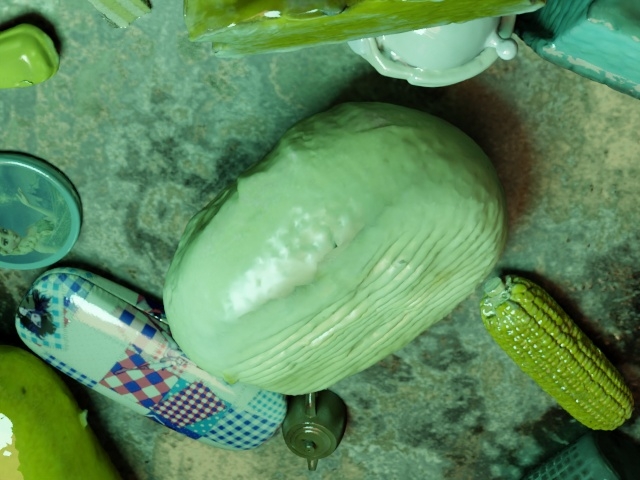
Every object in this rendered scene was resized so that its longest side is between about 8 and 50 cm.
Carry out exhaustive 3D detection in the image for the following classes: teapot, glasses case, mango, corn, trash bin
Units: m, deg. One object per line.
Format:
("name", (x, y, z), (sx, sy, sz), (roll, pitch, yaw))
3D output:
("teapot", (-0.009, 0.213, 1.770), (0.076, 0.068, 0.121), (4, 127, 5))
("glasses case", (-0.189, 0.139, 1.734), (0.327, 0.076, 0.125), (30, 127, -14))
("mango", (-0.358, 0.316, 1.805), (0.301, 0.220, 0.445), (8, 125, 8))
("corn", (0.256, 0.123, 1.662), (0.080, 0.080, 0.238), (-33, 115, 28))
("trash bin", (0.302, 0.304, 1.749), (0.175, 0.175, 0.161), (32, 114, -16))

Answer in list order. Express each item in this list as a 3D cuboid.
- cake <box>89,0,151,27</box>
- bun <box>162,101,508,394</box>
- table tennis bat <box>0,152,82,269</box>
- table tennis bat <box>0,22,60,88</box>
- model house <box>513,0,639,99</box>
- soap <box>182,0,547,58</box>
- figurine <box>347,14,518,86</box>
("cake", (-0.207, -0.256, 1.470), (0.052, 0.065, 0.121), (-19, 145, 20))
("bun", (0.000, 0.000, 1.512), (0.361, 0.213, 0.361), (-25, 157, -12))
("table tennis bat", (-0.377, -0.032, 1.659), (0.237, 0.038, 0.149), (4, 128, 1))
("table tennis bat", (-0.435, -0.157, 1.562), (0.368, 0.054, 0.224), (-8, 127, 18))
("model house", (0.335, -0.202, 1.355), (0.280, 0.230, 0.249), (23, 168, -7))
("soap", (0.021, -0.329, 1.204), (0.293, 0.156, 0.335), (-9, 87, 5))
("figurine", (0.071, -0.228, 1.360), (0.236, 0.162, 0.141), (32, 167, -2))
